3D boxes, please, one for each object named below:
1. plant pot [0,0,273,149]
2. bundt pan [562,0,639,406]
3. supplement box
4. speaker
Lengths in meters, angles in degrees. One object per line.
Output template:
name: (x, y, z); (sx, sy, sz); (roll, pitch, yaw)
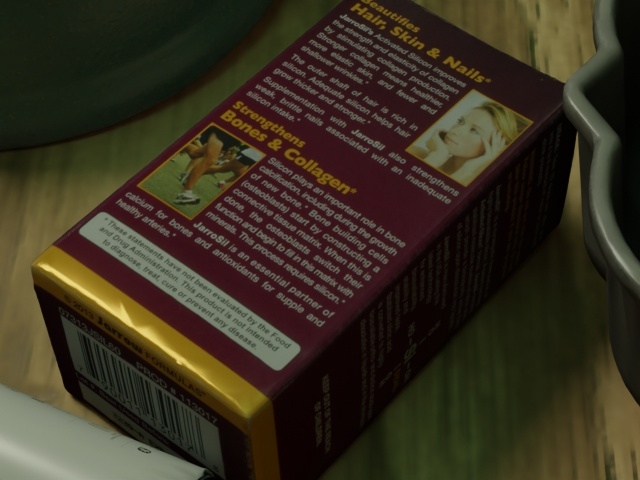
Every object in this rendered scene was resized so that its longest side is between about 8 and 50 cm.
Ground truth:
plant pot: (-0.152, -0.212, 0.634); (0.293, 0.196, 0.293); (0, 60, 0)
bundt pan: (0.245, 0.003, 0.527); (0.331, 0.124, 0.330); (-1, 51, 1)
supplement box: (0.000, 0.000, 0.559); (0.104, 0.080, 0.188); (33, 59, 25)
speaker: (-0.106, 0.079, 0.514); (0.136, 0.055, 0.055); (20, 54, 16)
